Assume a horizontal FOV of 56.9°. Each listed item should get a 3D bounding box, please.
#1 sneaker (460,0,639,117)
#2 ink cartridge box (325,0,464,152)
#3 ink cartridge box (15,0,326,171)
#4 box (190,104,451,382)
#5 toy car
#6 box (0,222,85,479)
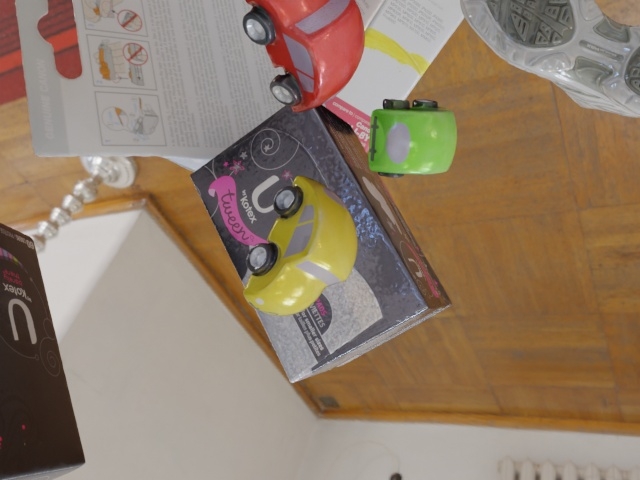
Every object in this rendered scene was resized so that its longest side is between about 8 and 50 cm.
[{"bbox_3d":[0.228,-0.171,0.544,0.232,0.115,0.090,35,97,8],"label":"sneaker"},{"bbox_3d":[0.119,-0.413,1.257,0.160,0.279,0.385,26,118,-20],"label":"ink cartridge box"},{"bbox_3d":[-0.182,-0.230,0.767,0.384,0.308,0.091,-5,166,-33],"label":"ink cartridge box"},{"bbox_3d":[0.000,0.000,0.631,0.163,0.247,0.142,-32,164,16],"label":"box"},{"bbox_3d":[0.042,-0.072,0.428,0.053,0.224,0.239,17,112,41],"label":"toy car"},{"bbox_3d":[-0.360,0.118,0.574,0.143,0.271,0.165,-22,163,2],"label":"box"}]
